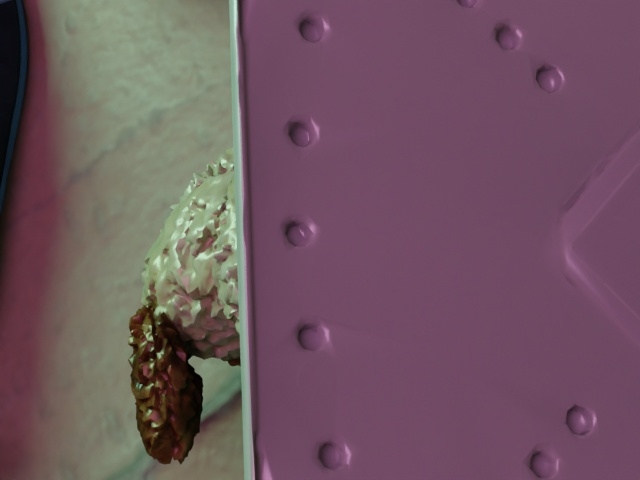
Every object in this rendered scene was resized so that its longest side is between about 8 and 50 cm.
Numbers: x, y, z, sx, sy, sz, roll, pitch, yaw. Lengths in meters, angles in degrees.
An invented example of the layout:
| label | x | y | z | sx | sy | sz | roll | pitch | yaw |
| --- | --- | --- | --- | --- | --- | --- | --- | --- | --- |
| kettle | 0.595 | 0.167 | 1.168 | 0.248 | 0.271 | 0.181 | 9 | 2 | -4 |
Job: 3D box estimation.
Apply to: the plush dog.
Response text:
| label | x | y | z | sx | sy | sz | roll | pitch | yaw |
| --- | --- | --- | --- | --- | --- | --- | --- | --- | --- |
| plush dog | 0.000 | 0.000 | 0.772 | 0.225 | 0.211 | 0.262 | -15 | 22 | 49 |

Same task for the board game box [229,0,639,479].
| label | x | y | z | sx | sy | sz | roll | pitch | yaw |
| --- | --- | --- | --- | --- | --- | --- | --- | --- | --- |
| board game box | 0.149 | 0.010 | 0.639 | 0.390 | 0.050 | 0.390 | 3 | 74 | -19 |

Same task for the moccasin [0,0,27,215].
| label | x | y | z | sx | sy | sz | roll | pitch | yaw |
| --- | --- | --- | --- | --- | --- | --- | --- | --- | --- |
| moccasin | -0.250 | -0.081 | 0.956 | 0.137 | 0.117 | 0.342 | -13 | 70 | 17 |
